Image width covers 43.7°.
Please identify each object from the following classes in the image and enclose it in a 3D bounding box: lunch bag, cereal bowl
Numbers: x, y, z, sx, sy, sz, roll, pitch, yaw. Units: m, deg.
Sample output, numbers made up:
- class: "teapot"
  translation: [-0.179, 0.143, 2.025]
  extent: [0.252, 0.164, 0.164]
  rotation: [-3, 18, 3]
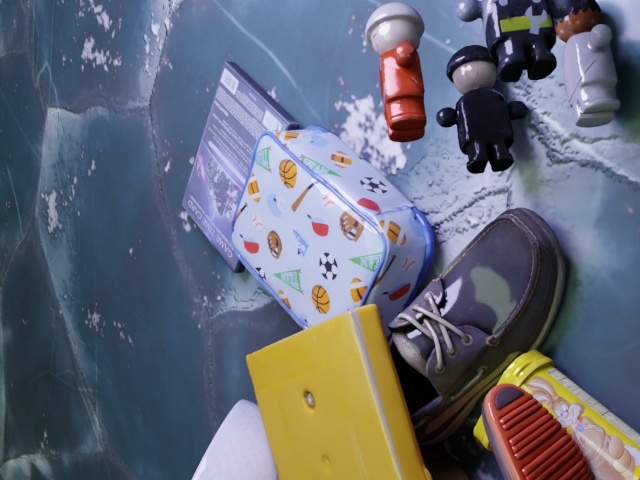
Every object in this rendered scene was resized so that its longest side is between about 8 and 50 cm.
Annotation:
- class: "lunch bag"
  translation: [0.000, 0.000, 1.073]
  extent: [0.303, 0.115, 0.243]
  rotation: [46, 132, 35]
- class: "cereal bowl"
  translation: [-0.124, 0.412, 1.152]
  extent: [0.141, 0.339, 0.338]
  rotation: [25, 119, 5]

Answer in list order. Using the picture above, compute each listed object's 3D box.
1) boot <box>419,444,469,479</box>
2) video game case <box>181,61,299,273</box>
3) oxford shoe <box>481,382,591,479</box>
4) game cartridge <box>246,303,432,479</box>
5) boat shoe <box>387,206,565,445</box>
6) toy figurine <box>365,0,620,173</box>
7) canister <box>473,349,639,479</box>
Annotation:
- class: "boot"
  translation: [0.079, 0.356, 1.054]
  extent: [0.262, 0.095, 0.203]
  rotation: [11, 107, 41]
- class: "video game case"
  translation: [-0.135, -0.114, 1.260]
  extent: [0.196, 0.026, 0.274]
  rotation: [48, 129, 37]
- class: "oxford shoe"
  translation: [0.218, 0.275, 0.786]
  extent: [0.098, 0.097, 0.271]
  rotation: [-39, 72, 51]
- class: "game cartridge"
  translation: [0.027, 0.264, 0.967]
  extent: [0.285, 0.053, 0.323]
  rotation: [-31, 74, 55]
- class: "boat shoe"
  translation: [0.150, 0.121, 0.911]
  extent: [0.132, 0.130, 0.355]
  rotation: [46, 127, 33]
- class: "toy figurine"
  translation: [0.172, -0.180, 0.790]
  extent: [0.210, 0.213, 0.148]
  rotation: [-25, 61, 43]
- class: "canister"
  translation: [0.261, 0.217, 0.848]
  extent: [0.170, 0.073, 0.126]
  rotation: [40, 124, 35]
